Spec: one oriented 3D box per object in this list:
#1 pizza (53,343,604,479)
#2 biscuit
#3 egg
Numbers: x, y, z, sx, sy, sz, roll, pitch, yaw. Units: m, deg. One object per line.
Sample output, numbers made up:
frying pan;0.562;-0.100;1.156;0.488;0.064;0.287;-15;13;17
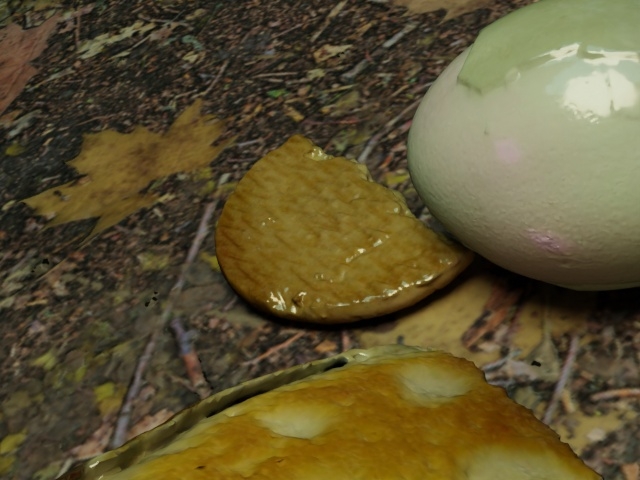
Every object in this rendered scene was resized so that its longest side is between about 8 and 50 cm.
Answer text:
pizza;0.052;0.194;0.447;0.406;0.130;0.440;22;24;23
biscuit;0.000;0.001;0.830;0.144;0.033;0.224;-37;40;-16
egg;0.156;-0.058;0.709;0.217;0.183;0.183;-14;36;30
